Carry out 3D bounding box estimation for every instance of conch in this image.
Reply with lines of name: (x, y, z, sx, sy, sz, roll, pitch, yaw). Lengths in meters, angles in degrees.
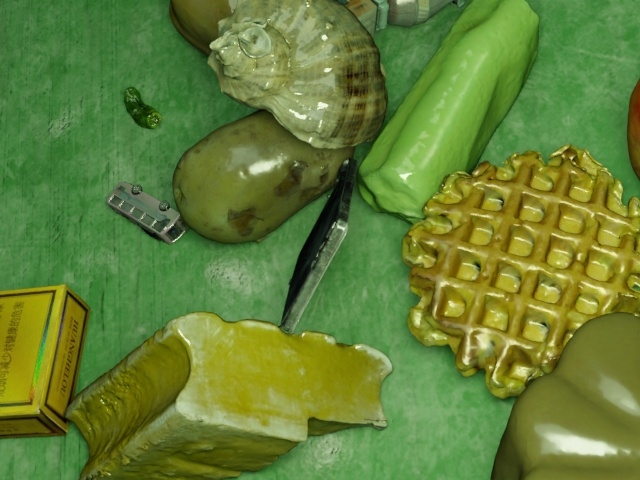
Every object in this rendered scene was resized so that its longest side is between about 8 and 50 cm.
conch: (-0.007, -0.236, 1.792, 0.291, 0.159, 0.210, -11, 43, -39)

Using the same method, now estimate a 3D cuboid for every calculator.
calculator: (0.000, 0.000, 1.746, 0.021, 0.262, 0.161, 26, 112, -5)

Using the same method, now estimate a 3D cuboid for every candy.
candy: (0.170, -0.179, 1.851, 0.132, 0.142, 0.344, 15, 65, 40)

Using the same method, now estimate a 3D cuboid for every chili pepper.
chili pepper: (-0.267, -0.194, 2.110, 0.030, 0.034, 0.091, -17, 45, -31)

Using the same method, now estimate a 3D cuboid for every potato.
potato: (-0.074, -0.099, 1.883, 0.262, 0.165, 0.165, -35, 53, -1)

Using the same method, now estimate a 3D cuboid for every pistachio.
pistachio: (-0.114, -0.362, 2.070, 0.260, 0.162, 0.213, 41, 114, 34)

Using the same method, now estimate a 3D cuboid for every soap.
soap: (-0.121, 0.225, 1.775, 0.338, 0.304, 0.169, -37, 47, 49)

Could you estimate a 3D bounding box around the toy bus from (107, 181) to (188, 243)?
toy bus: (-0.244, -0.040, 1.994, 0.130, 0.037, 0.052, 29, 76, 34)

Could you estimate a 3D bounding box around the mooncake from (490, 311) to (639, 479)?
mooncake: (0.357, 0.245, 1.413, 0.378, 0.201, 0.379, -1, 53, 1)

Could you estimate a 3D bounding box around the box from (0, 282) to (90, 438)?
box: (-0.477, 0.170, 1.926, 0.301, 0.084, 0.193, -6, 57, 19)

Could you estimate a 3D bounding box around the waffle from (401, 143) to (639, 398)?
waffle: (0.248, 0.027, 1.701, 0.324, 0.068, 0.302, -24, 65, -8)

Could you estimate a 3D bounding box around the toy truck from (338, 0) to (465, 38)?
toy truck: (0.084, -0.340, 1.977, 0.256, 0.108, 0.140, -34, 59, -31)

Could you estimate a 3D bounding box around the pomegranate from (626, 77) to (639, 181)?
pomegranate: (0.496, -0.139, 1.643, 0.252, 0.229, 0.270, 18, 56, 39)
